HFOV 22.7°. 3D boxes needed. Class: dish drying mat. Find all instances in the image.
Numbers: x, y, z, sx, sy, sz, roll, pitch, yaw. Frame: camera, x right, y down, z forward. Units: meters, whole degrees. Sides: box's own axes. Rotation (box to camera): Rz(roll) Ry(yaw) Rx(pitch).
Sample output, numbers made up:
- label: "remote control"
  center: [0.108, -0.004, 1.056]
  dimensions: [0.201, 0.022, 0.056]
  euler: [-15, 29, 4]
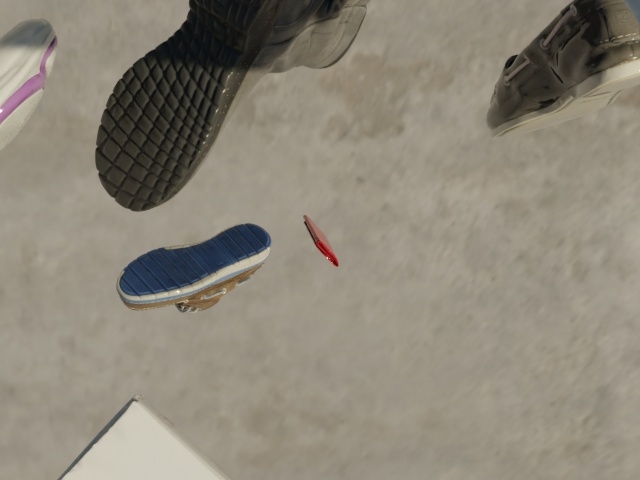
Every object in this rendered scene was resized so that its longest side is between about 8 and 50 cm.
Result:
- label: "dish drying mat"
  center: [0.000, 0.000, 1.451]
  dimensions: [0.008, 0.083, 0.032]
  euler: [-43, 109, 5]

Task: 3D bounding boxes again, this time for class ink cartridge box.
- label: "ink cartridge box"
  center: [-0.094, 0.288, 1.432]
  dimensions: [0.306, 0.226, 0.131]
  euler: [42, 82, 1]

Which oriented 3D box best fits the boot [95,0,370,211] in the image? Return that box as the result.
- label: "boot"
  center: [-0.061, -0.169, 1.525]
  dimensions: [0.118, 0.338, 0.222]
  euler: [47, 29, 19]

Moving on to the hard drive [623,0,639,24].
- label: "hard drive"
  center: [0.299, -0.305, 1.065]
  dimensions: [0.210, 0.318, 0.040]
  euler: [57, 30, 6]

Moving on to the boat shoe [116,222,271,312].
- label: "boat shoe"
  center: [-0.131, 0.043, 1.662]
  dimensions: [0.183, 0.066, 0.066]
  euler: [-18, 51, -31]

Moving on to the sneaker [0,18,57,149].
- label: "sneaker"
  center: [-0.364, -0.114, 1.423]
  dimensions: [0.152, 0.114, 0.305]
  euler: [42, 67, 3]

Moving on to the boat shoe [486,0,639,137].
- label: "boat shoe"
  center: [0.248, -0.178, 1.603]
  dimensions: [0.112, 0.335, 0.096]
  euler: [-13, 86, -15]
